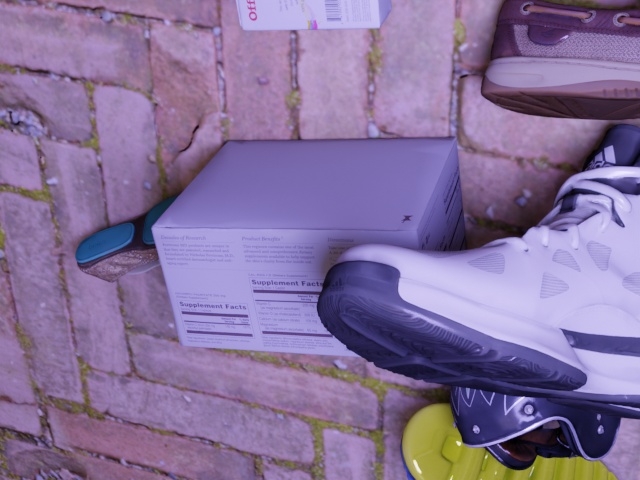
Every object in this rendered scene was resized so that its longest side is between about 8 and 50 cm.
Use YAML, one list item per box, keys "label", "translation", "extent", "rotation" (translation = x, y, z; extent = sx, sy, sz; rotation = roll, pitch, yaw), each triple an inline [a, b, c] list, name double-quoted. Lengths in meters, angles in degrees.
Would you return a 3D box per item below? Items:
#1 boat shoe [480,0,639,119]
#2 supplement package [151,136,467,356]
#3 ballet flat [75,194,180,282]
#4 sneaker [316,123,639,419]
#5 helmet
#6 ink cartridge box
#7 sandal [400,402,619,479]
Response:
- label: "boat shoe"
  translation: [0.308, -0.168, 0.829]
  extent: [0.342, 0.123, 0.123]
  rotation: [6, 83, 32]
- label: "supplement package"
  translation: [0.000, 0.000, 0.991]
  extent: [0.262, 0.204, 0.145]
  rotation: [2, 120, 19]
- label: "ballet flat"
  translation: [-0.197, 0.001, 1.156]
  extent: [0.206, 0.073, 0.067]
  rotation: [-16, 139, 30]
- label: "sneaker"
  translation: [0.196, 0.006, 0.865]
  extent: [0.447, 0.257, 0.169]
  rotation: [16, 164, -33]
- label: "helmet"
  translation: [0.218, 0.159, 1.024]
  extent: [0.161, 0.169, 0.169]
  rotation: [37, 125, -20]
- label: "ink cartridge box"
  translation: [-0.008, -0.223, 0.801]
  extent: [0.122, 0.052, 0.088]
  rotation: [2, 121, 16]
- label: "sandal"
  translation: [0.223, 0.286, 1.147]
  extent: [0.317, 0.126, 0.138]
  rotation: [30, 160, -7]
